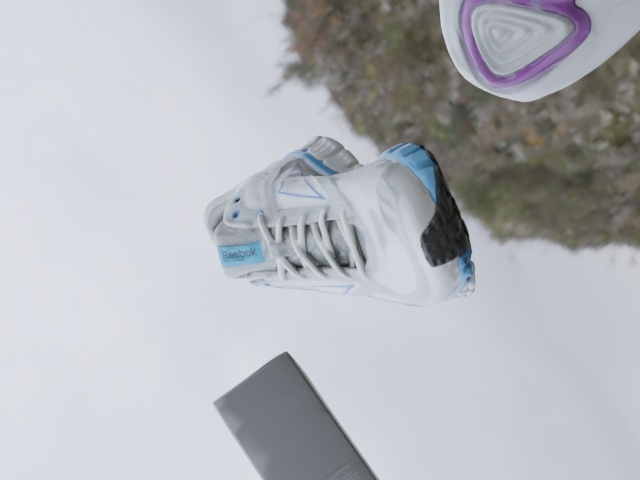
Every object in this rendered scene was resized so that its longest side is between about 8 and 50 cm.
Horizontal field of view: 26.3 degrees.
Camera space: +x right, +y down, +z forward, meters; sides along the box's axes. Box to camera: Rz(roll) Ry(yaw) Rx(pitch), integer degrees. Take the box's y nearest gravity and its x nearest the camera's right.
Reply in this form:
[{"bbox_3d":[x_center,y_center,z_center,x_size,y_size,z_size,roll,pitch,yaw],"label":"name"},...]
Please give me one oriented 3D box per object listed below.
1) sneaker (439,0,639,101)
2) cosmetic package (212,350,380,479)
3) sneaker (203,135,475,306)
[{"bbox_3d":[0.150,-0.204,0.635,0.114,0.305,0.152,24,-174,12],"label":"sneaker"},{"bbox_3d":[0.001,0.241,1.383,0.238,0.107,0.127,56,178,21],"label":"cosmetic package"},{"bbox_3d":[0.000,0.000,0.599,0.190,0.083,0.071,12,121,68],"label":"sneaker"}]
